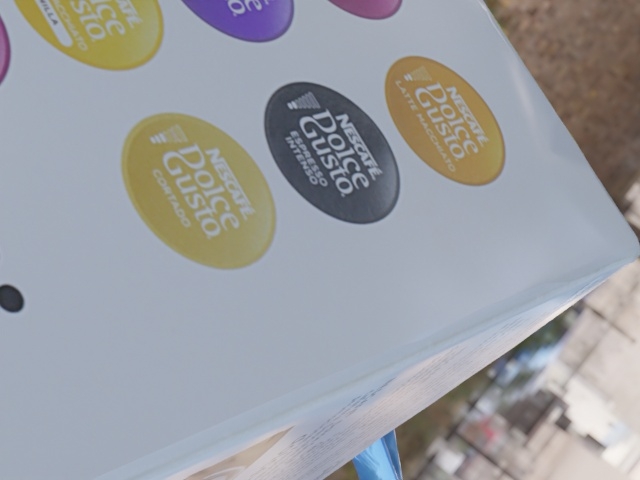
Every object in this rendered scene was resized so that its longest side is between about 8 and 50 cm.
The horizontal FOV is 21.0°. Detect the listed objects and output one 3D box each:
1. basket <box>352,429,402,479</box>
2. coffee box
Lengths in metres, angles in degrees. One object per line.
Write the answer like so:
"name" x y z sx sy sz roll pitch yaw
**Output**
"basket" 0.000 0.000 1.105 0.201 0.254 0.289 -13 144 2
"coffee box" -0.168 -0.017 0.616 0.334 0.337 0.338 -19 163 -47
